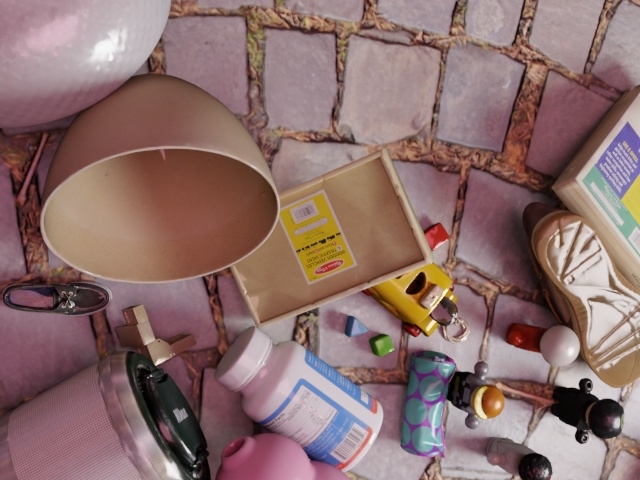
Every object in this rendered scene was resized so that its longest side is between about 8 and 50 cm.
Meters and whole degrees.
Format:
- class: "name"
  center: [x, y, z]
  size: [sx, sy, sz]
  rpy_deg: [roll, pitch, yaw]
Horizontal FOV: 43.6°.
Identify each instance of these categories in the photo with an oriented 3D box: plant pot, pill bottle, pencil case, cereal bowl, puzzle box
- class: "plant pot"
  center: [-0.206, -0.099, 1.013]
  size: [0.284, 0.284, 0.190]
  rpy_deg: [-3, 58, -15]
- class: "pill bottle"
  center: [-0.032, 0.217, 1.116]
  size: [0.221, 0.124, 0.124]
  rpy_deg: [38, 82, -12]
- class: "pencil case"
  center: [0.163, 0.244, 1.199]
  size: [0.070, 0.064, 0.151]
  rpy_deg: [8, 89, 11]
- class: "cereal bowl"
  center: [-0.354, -0.308, 0.932]
  size: [0.339, 0.141, 0.338]
  rpy_deg: [-3, 63, 6]
- class: "puzzle box"
  center: [0.560, -0.019, 1.265]
  size: [0.409, 0.052, 0.272]
  rpy_deg: [50, 60, -10]

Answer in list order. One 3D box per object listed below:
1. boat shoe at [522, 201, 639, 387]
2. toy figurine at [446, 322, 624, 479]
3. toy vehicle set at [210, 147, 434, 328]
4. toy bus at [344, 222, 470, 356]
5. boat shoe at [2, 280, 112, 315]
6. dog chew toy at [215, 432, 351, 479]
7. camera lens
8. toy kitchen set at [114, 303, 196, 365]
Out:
- class: "boat shoe"
  center: [0.404, 0.080, 1.232]
  size: [0.123, 0.123, 0.342]
  rpy_deg: [-37, 115, 2]
- class: "toy figurine"
  center: [0.319, 0.244, 1.198]
  size: [0.210, 0.148, 0.213]
  rpy_deg: [-34, 99, -12]
- class: "toy vehicle set"
  center: [0.000, 0.000, 1.098]
  size: [0.267, 0.035, 0.165]
  rpy_deg: [-22, 94, 15]
- class: "toy bus"
  center: [0.140, 0.074, 1.169]
  size: [0.202, 0.104, 0.190]
  rpy_deg: [-6, 93, -14]
- class: "boat shoe"
  center: [-0.352, 0.079, 1.070]
  size: [0.142, 0.040, 0.049]
  rpy_deg: [1, 91, -15]
- class: "dog chew toy"
  center: [-0.015, 0.387, 1.050]
  size: [0.207, 0.207, 0.331]
  rpy_deg: [-39, 106, -11]
- class: "camera lens"
  center: [-0.291, 0.282, 0.986]
  size: [0.274, 0.219, 0.219]
  rpy_deg: [-30, 98, -2]
- class: "toy kitchen set"
  center: [-0.232, 0.123, 1.107]
  size: [0.075, 0.068, 0.083]
  rpy_deg: [-25, 98, -41]
